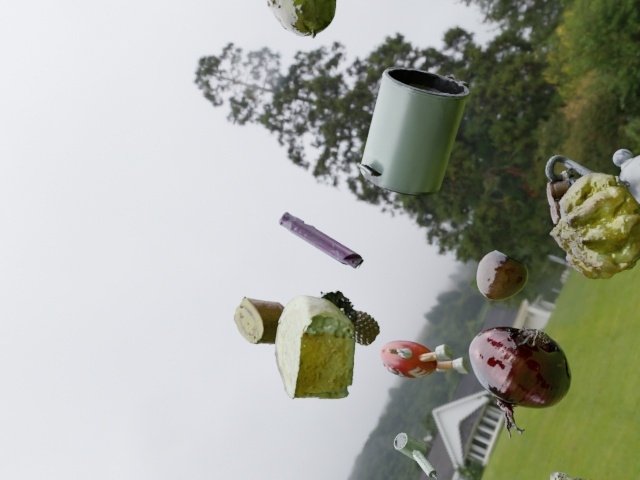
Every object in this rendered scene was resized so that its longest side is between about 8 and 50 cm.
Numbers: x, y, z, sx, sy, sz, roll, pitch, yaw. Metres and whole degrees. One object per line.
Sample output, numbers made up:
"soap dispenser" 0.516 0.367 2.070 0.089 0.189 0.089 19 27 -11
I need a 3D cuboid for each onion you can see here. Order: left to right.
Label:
"onion" 0.509 0.356 1.659 0.273 0.273 0.284 -4 -65 -64

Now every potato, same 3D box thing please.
"potato" -0.061 -0.547 1.369 0.141 0.298 0.176 -22 -46 -7

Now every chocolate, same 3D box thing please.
"chocolate" 0.614 0.127 2.162 0.177 0.177 0.176 -46 -33 -43

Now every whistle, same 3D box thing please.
"whistle" 0.000 0.000 1.172 0.033 0.177 0.033 -55 -11 -16

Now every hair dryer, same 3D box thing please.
"hair dryer" 0.197 0.434 1.253 0.063 0.124 0.037 36 -87 -25

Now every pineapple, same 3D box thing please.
"pineapple" 0.059 0.166 1.396 0.074 0.159 0.074 -44 17 17

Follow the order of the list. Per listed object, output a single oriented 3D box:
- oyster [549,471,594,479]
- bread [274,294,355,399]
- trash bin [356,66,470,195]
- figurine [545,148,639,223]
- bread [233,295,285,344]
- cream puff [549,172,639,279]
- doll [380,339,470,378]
"oyster" 0.633 0.597 1.472 0.259 0.198 0.092 52 -130 -52
"bread" -0.011 0.206 1.276 0.257 0.124 0.185 -124 48 -66
"trash bin" 0.233 -0.275 1.590 0.277 0.217 0.262 -12 -53 -36
"figurine" 0.801 -0.121 1.660 0.186 0.382 0.260 31 -131 -75
"bread" -0.155 0.234 1.790 0.103 0.132 0.172 -47 -28 15
"cream puff" 0.646 -0.030 1.461 0.196 0.244 0.244 -38 -26 3
"doll" 0.221 0.277 1.477 0.183 0.217 0.085 37 -120 -46
